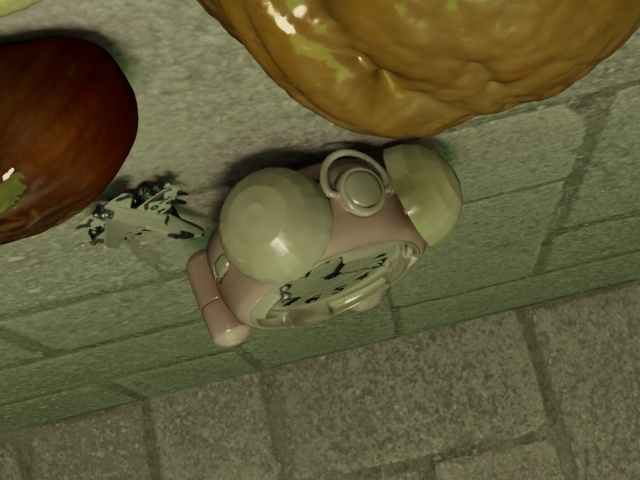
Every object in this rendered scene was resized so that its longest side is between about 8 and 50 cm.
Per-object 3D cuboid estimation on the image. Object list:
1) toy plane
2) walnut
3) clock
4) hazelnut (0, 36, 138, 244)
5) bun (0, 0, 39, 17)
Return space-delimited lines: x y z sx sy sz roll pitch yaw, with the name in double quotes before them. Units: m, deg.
"toy plane" -0.226 -0.032 1.313 0.160 0.082 0.234 -32 171 23
"walnut" 0.051 -0.211 0.590 0.332 0.333 0.333 -12 163 -4
"clock" 0.000 0.000 1.374 0.342 0.184 0.326 -18 166 -29
"hazelnut" -0.272 -0.081 0.920 0.181 0.181 0.212 7 153 -45
"bun" -0.243 -0.229 0.597 0.222 0.127 0.222 -14 134 -15
